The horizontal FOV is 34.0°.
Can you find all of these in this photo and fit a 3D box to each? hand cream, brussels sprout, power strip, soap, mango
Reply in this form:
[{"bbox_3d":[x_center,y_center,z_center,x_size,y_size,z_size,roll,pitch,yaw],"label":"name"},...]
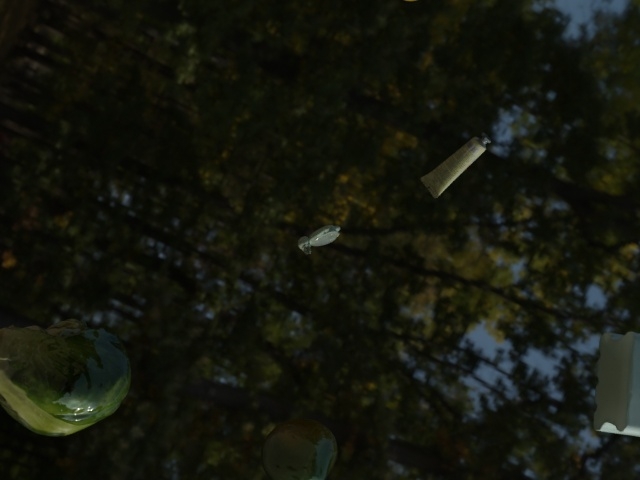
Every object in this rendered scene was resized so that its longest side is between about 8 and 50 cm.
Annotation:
[{"bbox_3d":[0.174,-0.099,1.336,0.102,0.035,0.022,-43,161,19],"label":"hand cream"},{"bbox_3d":[-0.327,0.170,1.311,0.131,0.183,0.146,-29,-108,51],"label":"brussels sprout"},{"bbox_3d":[0.000,0.000,1.922,0.055,0.083,0.035,97,-29,-61],"label":"power strip"},{"bbox_3d":[0.576,0.244,1.682,0.087,0.265,0.160,165,-65,-67],"label":"soap"},{"bbox_3d":[-0.033,0.353,1.714,0.195,0.130,0.092,-132,-139,-73],"label":"mango"}]
